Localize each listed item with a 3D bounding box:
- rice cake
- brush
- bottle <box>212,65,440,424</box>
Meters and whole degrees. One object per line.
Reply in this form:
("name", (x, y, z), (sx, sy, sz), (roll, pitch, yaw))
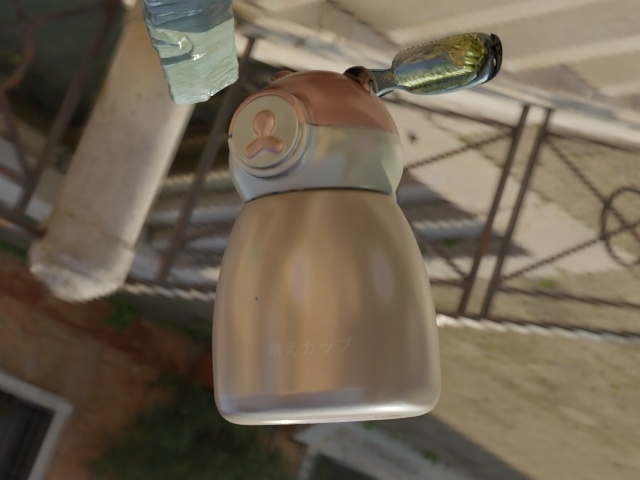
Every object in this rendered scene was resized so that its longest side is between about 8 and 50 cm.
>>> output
("rice cake", (-0.091, -0.159, 1.018), (0.066, 0.063, 0.336), (-18, 174, -3))
("brush", (0.097, -0.203, 1.767), (0.060, 0.068, 0.297), (7, 170, -36))
("bottle", (0.000, 0.000, 0.966), (0.148, 0.236, 0.147), (-3, 172, 0))
